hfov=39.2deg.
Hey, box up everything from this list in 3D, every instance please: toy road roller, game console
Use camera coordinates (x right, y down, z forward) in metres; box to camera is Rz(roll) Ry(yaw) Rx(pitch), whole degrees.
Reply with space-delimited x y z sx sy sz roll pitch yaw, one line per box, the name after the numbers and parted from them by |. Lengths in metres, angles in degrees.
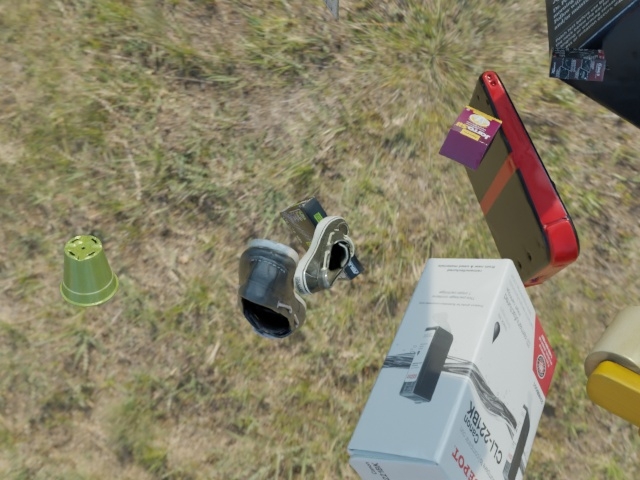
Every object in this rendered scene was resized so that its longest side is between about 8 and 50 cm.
0.606 0.284 1.508 0.329 0.202 0.241 30 141 25 | toy road roller
0.344 -0.093 1.619 0.060 0.386 0.342 -19 79 -2 | game console

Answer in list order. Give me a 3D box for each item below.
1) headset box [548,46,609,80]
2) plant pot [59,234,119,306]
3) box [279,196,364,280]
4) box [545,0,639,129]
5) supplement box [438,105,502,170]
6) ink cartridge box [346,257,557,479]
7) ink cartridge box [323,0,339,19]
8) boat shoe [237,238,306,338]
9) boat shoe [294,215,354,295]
0.373 -0.255 1.296 0.083 0.062 0.032 7 118 10 | headset box
-0.331 0.037 1.268 0.083 0.083 0.079 9 134 5 | plant pot
0.000 0.000 1.869 0.045 0.190 0.184 -34 97 -14 | box
0.639 -0.409 1.493 0.480 0.472 0.297 25 141 -22 | box
0.195 -0.134 1.168 0.055 0.083 0.043 27 127 8 | supplement box
0.159 0.184 1.020 0.114 0.273 0.197 0 137 36 | ink cartridge box
-0.039 -0.454 1.030 0.071 0.330 0.324 -32 84 -2 | ink cartridge box
-0.086 0.102 1.406 0.112 0.335 0.095 17 67 7 | boat shoe
0.022 0.025 1.575 0.070 0.219 0.078 -10 119 25 | boat shoe
